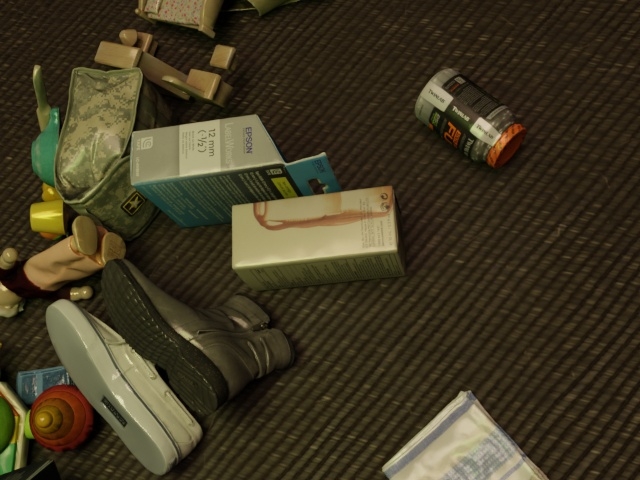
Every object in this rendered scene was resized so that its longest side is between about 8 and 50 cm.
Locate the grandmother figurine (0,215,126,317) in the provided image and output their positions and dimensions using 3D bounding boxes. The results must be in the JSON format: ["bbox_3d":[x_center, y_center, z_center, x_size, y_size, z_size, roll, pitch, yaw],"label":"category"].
[{"bbox_3d":[-0.528,0.064,1.600,0.342,0.208,0.104,-21,42,29],"label":"grandmother figurine"}]

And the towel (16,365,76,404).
[{"bbox_3d":[-0.531,0.280,1.612,0.119,0.029,0.067,-8,72,10],"label":"towel"}]

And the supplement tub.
[{"bbox_3d":[0.279,-0.224,1.548,0.190,0.117,0.117,41,85,22],"label":"supplement tub"}]

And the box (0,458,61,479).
[{"bbox_3d":[-0.607,0.586,1.385,0.395,0.212,0.293,-20,93,6],"label":"box"}]

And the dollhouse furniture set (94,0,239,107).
[{"bbox_3d":[-0.283,-0.479,1.666,0.303,0.174,0.355,20,89,34],"label":"dollhouse furniture set"}]

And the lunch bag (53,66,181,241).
[{"bbox_3d":[-0.388,-0.156,1.611,0.169,0.235,0.287,3,73,12],"label":"lunch bag"}]

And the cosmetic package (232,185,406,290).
[{"bbox_3d":[0.000,0.000,1.521,0.296,0.153,0.129,-6,70,9],"label":"cosmetic package"}]

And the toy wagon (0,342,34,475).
[{"bbox_3d":[-0.659,0.355,1.554,0.267,0.068,0.344,3,80,0],"label":"toy wagon"}]

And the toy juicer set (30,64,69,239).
[{"bbox_3d":[-0.520,-0.156,1.663,0.089,0.209,0.329,-3,78,-11],"label":"toy juicer set"}]

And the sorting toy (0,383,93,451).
[{"bbox_3d":[-0.594,0.324,1.463,0.366,0.126,0.127,-5,80,-3],"label":"sorting toy"}]

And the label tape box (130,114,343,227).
[{"bbox_3d":[-0.139,-0.127,1.538,0.348,0.249,0.115,-8,71,10],"label":"label tape box"}]

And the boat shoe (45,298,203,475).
[{"bbox_3d":[-0.339,0.236,1.522,0.367,0.136,0.156,48,46,9],"label":"boat shoe"}]

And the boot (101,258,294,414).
[{"bbox_3d":[-0.222,0.143,1.503,0.338,0.223,0.118,49,132,12],"label":"boot"}]

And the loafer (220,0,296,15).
[{"bbox_3d":[-0.112,-0.521,1.746,0.268,0.102,0.092,2,74,23],"label":"loafer"}]

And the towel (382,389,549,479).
[{"bbox_3d":[0.263,0.419,1.389,0.209,0.034,0.285,-41,69,-2],"label":"towel"}]
